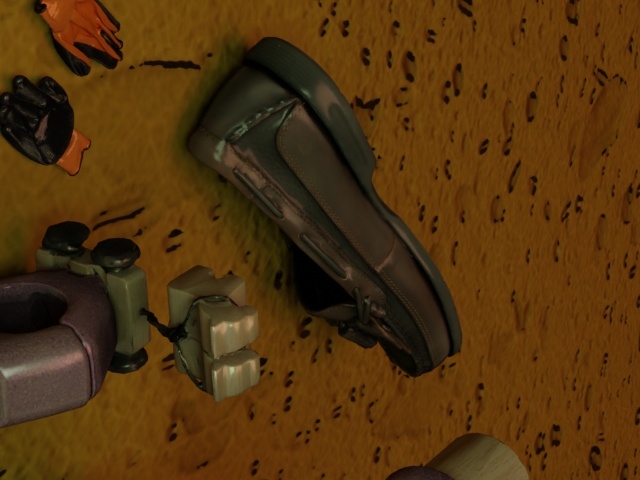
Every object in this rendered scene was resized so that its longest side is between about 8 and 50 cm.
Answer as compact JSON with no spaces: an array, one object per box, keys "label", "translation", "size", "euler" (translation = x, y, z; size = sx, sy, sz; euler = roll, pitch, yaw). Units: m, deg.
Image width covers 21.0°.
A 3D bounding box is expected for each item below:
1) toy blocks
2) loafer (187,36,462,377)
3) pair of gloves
[{"label":"toy blocks","translation":[-0.085,0.205,0.717],"size":[0.260,0.288,0.309],"euler":[-33,131,-46]},{"label":"loafer","translation":[0.000,0.000,1.000],"size":[0.084,0.096,0.267],"euler":[-44,134,-15]},{"label":"pair of gloves","translation":[-0.122,-0.077,0.811],"size":[0.074,0.010,0.083],"euler":[38,71,-60]}]
